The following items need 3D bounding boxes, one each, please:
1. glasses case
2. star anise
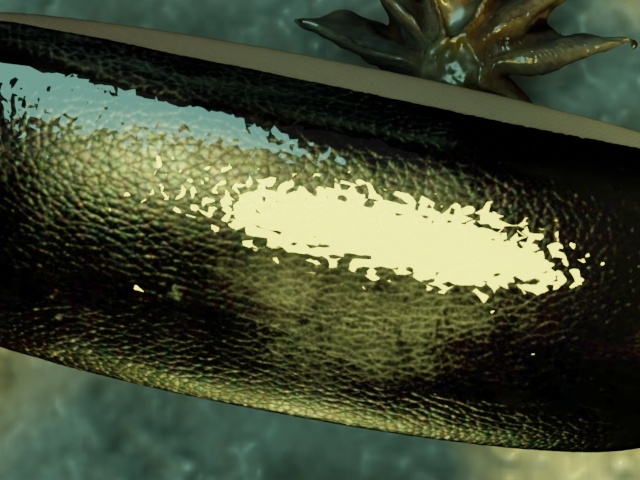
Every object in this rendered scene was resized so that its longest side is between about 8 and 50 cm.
[{"bbox_3d":[0.000,0.000,0.610,0.314,0.075,0.122,10,120,-4],"label":"glasses case"},{"bbox_3d":[0.052,-0.078,0.641,0.124,0.056,0.129,6,109,10],"label":"star anise"}]
